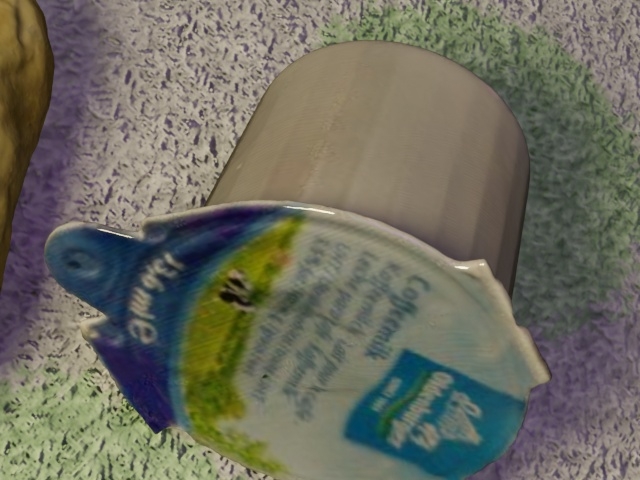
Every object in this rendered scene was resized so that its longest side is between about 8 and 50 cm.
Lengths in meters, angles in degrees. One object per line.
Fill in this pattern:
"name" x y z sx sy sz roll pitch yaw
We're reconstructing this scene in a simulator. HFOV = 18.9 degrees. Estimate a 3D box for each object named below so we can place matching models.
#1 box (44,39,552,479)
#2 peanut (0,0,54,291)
"box" 0.000 0.000 1.167 0.291 0.262 0.206 22 46 -1
"peanut" -0.246 -0.030 1.115 0.148 0.147 0.318 20 62 -13
